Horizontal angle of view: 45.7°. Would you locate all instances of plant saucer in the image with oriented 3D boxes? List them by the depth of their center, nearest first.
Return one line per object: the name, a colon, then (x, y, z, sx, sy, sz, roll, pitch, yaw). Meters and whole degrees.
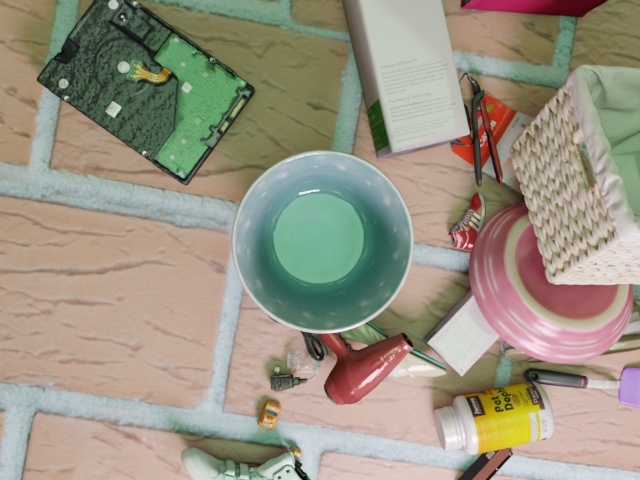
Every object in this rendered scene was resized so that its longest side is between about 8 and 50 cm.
plant saucer: (0.452, 0.065, 1.447, 0.333, 0.084, 0.331, 5, 65, -10)

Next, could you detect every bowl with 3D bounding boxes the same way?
bowl: (0.000, 0.000, 1.359, 0.312, 0.163, 0.311, 0, 92, -4)

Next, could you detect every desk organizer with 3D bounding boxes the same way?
desk organizer: (0.338, 0.470, 1.539, 0.050, 0.047, 0.130, 44, 88, -7)

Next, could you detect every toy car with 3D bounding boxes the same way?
toy car: (-0.071, 0.373, 1.505, 0.122, 0.040, 0.060, 39, 89, -4)

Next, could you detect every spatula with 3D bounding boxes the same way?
spatula: (0.565, 0.292, 1.559, 0.297, 0.030, 0.084, 8, 90, -4)

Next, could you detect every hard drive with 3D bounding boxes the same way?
hard drive: (-0.328, -0.294, 1.451, 0.339, 0.064, 0.236, 35, 89, -4)

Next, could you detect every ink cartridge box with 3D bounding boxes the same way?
ink cartridge box: (0.376, -0.192, 1.521, 0.179, 0.045, 0.145, 32, 89, -7)

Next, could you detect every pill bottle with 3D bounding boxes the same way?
pill bottle: (0.339, 0.353, 1.499, 0.215, 0.117, 0.117, -11, 93, -5)

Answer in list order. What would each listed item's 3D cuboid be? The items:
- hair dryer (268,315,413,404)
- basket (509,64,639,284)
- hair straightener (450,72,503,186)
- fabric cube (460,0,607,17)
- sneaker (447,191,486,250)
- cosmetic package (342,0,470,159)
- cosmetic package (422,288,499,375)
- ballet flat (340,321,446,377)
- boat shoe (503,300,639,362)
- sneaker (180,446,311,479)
hair dryer: (0.029, 0.204, 1.440, 0.294, 0.080, 0.223, 2, 103, 13)
basket: (0.557, -0.102, 1.350, 0.332, 0.266, 0.328, 0, 64, -20)
hair straightener: (0.295, -0.217, 1.499, 0.089, 0.047, 0.230, -11, 87, 7)
fabric cube: (0.423, -0.575, 1.408, 0.258, 0.254, 0.258, 3, 91, -6)
sneaker: (0.291, -0.039, 1.519, 0.067, 0.042, 0.118, 4, 94, -8)
cosmetic package: (0.151, -0.350, 1.422, 0.155, 0.197, 0.365, -14, 91, -3)
cosmetic package: (0.324, 0.148, 1.519, 0.099, 0.060, 0.239, 45, 88, -1)
ballet flat: (0.126, 0.219, 1.497, 0.249, 0.086, 0.086, 32, 89, 4)
boat shoe: (0.503, 0.180, 1.519, 0.303, 0.113, 0.103, -4, 72, -11)
sneaker: (-0.136, 0.440, 1.474, 0.256, 0.094, 0.151, 38, 94, -15)
